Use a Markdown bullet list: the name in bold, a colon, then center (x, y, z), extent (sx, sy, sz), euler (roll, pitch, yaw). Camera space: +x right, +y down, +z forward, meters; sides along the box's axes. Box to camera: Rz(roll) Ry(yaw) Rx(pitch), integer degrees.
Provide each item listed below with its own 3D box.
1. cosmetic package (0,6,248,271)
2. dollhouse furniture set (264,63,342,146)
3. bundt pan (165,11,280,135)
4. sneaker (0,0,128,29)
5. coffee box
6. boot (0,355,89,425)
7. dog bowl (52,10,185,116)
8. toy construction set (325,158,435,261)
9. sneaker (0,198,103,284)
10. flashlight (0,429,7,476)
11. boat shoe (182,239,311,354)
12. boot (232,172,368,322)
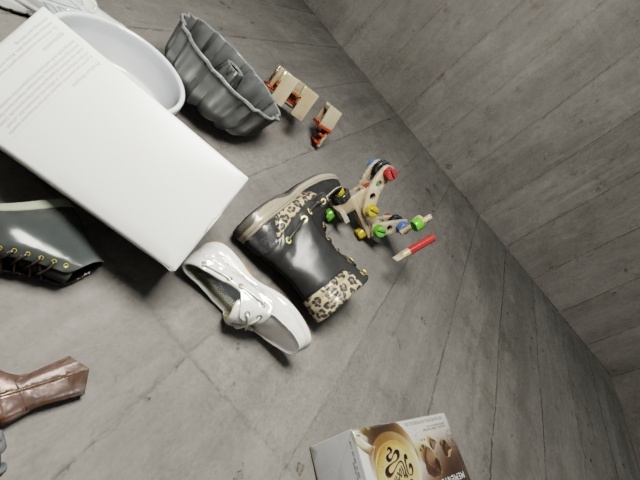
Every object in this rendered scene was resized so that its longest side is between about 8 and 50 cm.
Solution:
- **cosmetic package**: center (-0.324, -0.135, 0.636), extent (0.366, 0.155, 0.196), euler (42, 74, -17)
- **dollhouse furniture set**: center (-0.072, -0.437, 1.308), extent (0.259, 0.135, 0.262), euler (30, 18, -25)
- **bundt pan**: center (-0.258, -0.401, 1.030), extent (0.331, 0.124, 0.330), euler (45, 20, -22)
- **sneaker**: center (-0.540, -0.500, 0.824), extent (0.297, 0.129, 0.110), euler (16, 45, -43)
- **coffee box**: center (0.143, 0.435, 0.746), extent (0.297, 0.119, 0.168), euler (15, 46, -41)
- **boot**: center (-0.355, 0.159, 0.493), extent (0.114, 0.037, 0.106), euler (-14, 80, -52)
- **dog bowl**: center (-0.422, -0.323, 0.816), extent (0.265, 0.104, 0.264), euler (30, 39, -28)
- **toy construction set**: center (0.150, -0.061, 1.182), extent (0.237, 0.257, 0.308), euler (-30, 58, -14)
- **sneaker**: center (-0.405, 0.018, 0.528), extent (0.118, 0.083, 0.222), euler (53, 32, 3)
- **flashlight**: center (-0.428, 0.221, 0.295), extent (0.103, 0.103, 0.304), euler (35, 27, 25)
- **boat shoe**: center (-0.141, 0.123, 0.737), extent (0.277, 0.098, 0.096), euler (41, 34, 2)
- **boot**: center (0.000, 0.000, 0.976), extent (0.284, 0.138, 0.377), euler (51, 37, 2)
